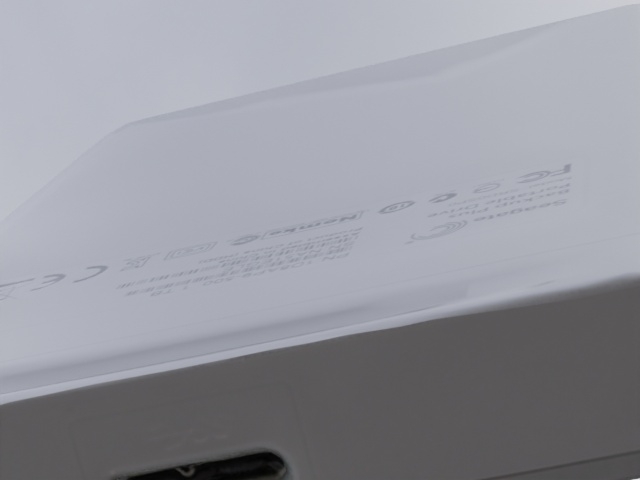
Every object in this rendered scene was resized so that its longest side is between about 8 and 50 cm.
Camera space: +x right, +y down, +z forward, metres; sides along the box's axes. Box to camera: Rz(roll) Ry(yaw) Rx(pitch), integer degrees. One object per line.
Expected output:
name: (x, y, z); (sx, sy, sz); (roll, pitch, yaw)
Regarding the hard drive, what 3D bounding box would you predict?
hard drive: (0.000, 0.000, 0.562); (0.233, 0.353, 0.047); (-12, -76, 12)
